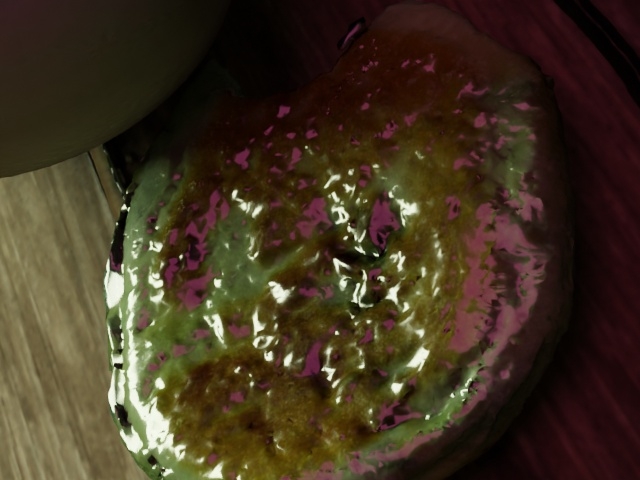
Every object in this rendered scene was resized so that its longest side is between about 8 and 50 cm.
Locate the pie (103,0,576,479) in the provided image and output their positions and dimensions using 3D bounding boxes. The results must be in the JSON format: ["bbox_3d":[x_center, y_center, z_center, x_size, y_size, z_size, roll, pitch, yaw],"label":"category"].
[{"bbox_3d":[0.001,0.007,0.680,0.302,0.067,0.302,-14,60,26],"label":"pie"}]

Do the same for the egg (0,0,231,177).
[{"bbox_3d":[-0.200,-0.194,0.737,0.340,0.354,0.354,19,77,25],"label":"egg"}]
